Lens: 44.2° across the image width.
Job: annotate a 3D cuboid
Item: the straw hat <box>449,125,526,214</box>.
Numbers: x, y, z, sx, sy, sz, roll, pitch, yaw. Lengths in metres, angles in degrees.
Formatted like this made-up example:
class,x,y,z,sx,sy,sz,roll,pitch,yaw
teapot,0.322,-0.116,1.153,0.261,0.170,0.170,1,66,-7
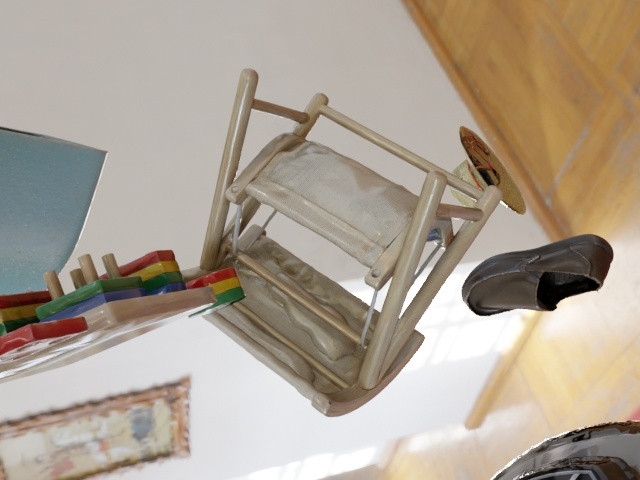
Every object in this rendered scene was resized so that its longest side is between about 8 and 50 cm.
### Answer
class,x,y,z,sx,sy,sz,roll,pitch,yaw
straw hat,0.207,-0.077,1.054,0.061,0.144,0.145,-37,56,26

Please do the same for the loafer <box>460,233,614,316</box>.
class,x,y,z,sx,sy,sz,roll,pitch,yaw
loafer,0.283,0.058,1.061,0.220,0.080,0.078,-26,29,35

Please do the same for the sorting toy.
class,x,y,z,sx,sy,sz,roll,pitch,yaw
sorting toy,-0.156,0.047,0.487,0.046,0.132,0.274,68,-164,6

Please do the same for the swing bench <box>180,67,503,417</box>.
class,x,y,z,sx,sy,sz,roll,pitch,yaw
swing bench,0.000,0.000,0.806,0.253,0.165,0.255,33,105,28

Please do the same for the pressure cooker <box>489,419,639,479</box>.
class,x,y,z,sx,sy,sz,roll,pitch,yaw
pressure cooker,0.260,0.383,0.558,0.420,0.375,0.370,-59,-26,-58

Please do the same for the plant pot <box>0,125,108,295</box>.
class,x,y,z,sx,sy,sz,roll,pitch,yaw
plant pot,-0.482,-0.039,1.110,0.247,0.247,0.253,16,97,48
